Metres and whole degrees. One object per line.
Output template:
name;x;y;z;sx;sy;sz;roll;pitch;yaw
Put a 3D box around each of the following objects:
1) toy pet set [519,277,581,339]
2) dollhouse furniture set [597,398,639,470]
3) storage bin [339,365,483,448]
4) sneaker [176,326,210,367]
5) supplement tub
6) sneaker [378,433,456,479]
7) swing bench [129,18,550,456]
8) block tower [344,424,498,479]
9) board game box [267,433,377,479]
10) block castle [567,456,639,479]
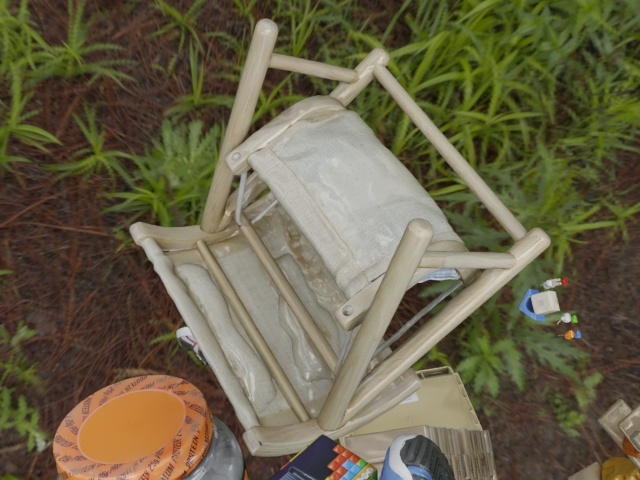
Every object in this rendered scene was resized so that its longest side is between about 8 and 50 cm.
toy pet set;0.441;0.136;1.819;0.065;0.114;0.122;-20;72;35
dollhouse furniture set;0.475;0.191;1.022;0.259;0.262;0.135;-40;91;-8
storage bin;0.177;0.395;1.876;0.262;0.260;0.123;-9;127;-7
sneaker;-0.185;0.173;1.533;0.072;0.178;0.077;-5;81;-25
supplement tub;-0.156;0.309;0.970;0.193;0.193;0.316;-14;118;-5
sneaker;0.031;0.210;0.503;0.081;0.080;0.211;2;79;27
swing bench;0.000;0.000;0.787;0.255;0.165;0.253;-54;54;29
block tower;0.127;0.268;1.085;0.097;0.335;0.091;-12;74;20
board game box;-0.026;0.220;0.547;0.141;0.048;0.170;-33;135;-36
block castle;0.520;0.458;1.152;0.303;0.213;0.453;-28;108;28
